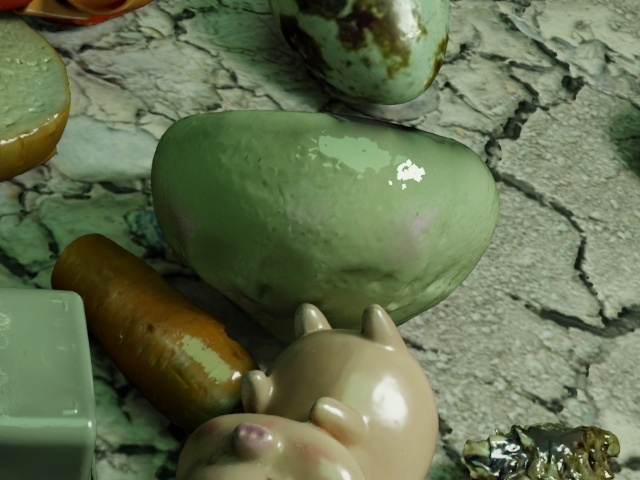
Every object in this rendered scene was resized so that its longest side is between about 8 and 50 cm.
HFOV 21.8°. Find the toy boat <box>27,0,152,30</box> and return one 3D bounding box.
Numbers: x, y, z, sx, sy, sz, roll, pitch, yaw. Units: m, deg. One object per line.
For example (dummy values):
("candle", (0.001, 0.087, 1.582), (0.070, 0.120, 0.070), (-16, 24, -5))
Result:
("toy boat", (-0.218, -0.242, 1.573), (0.059, 0.069, 0.173), (23, 36, 35))

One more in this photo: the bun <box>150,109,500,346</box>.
("bun", (0.000, 0.000, 1.300), (0.283, 0.283, 0.179), (8, 84, -14))

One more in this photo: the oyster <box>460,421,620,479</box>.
("oyster", (0.183, 0.175, 1.306), (0.148, 0.051, 0.103), (-19, 61, -48))

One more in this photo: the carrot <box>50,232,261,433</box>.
("carrot", (-0.128, 0.070, 1.269), (0.193, 0.087, 0.087), (40, 45, 20))

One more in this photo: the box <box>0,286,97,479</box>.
("box", (-0.217, 0.108, 1.185), (0.124, 0.093, 0.172), (3, 45, -19))

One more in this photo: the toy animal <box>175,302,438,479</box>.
("toy animal", (-0.016, 0.166, 1.163), (0.166, 0.154, 0.250), (-4, 33, 43))

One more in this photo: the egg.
("egg", (0.040, -0.229, 1.585), (0.169, 0.169, 0.231), (-11, 62, -30))

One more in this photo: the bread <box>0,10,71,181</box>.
("bread", (-0.329, -0.126, 1.405), (0.236, 0.070, 0.236), (11, 43, -10))

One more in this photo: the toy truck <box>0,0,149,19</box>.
("toy truck", (-0.258, -0.301, 1.443), (0.239, 0.189, 0.265), (3, 44, -45))
